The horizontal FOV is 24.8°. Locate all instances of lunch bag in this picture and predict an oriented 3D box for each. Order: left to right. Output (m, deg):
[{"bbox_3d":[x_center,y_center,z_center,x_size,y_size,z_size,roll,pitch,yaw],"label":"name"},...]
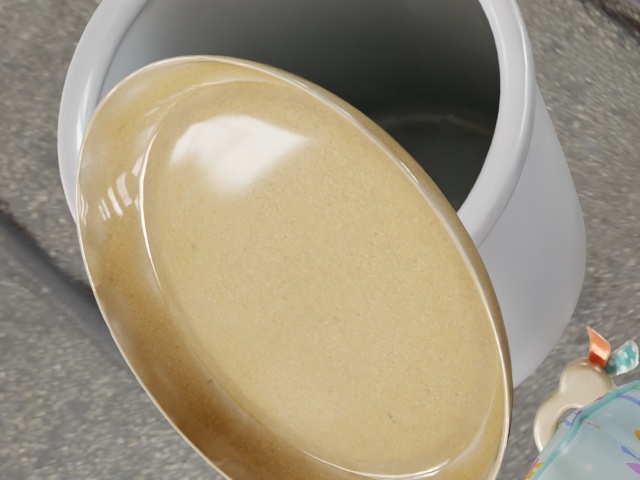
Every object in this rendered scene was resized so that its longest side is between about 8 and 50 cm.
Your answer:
[{"bbox_3d":[0.174,0.216,0.984,0.108,0.279,0.224,37,106,19],"label":"lunch bag"}]

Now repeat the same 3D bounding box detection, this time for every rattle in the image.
[{"bbox_3d":[0.318,0.168,1.648,0.130,0.143,0.199,9,111,31],"label":"rattle"}]

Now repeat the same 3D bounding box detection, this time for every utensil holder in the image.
[{"bbox_3d":[0.031,-0.037,1.125,0.328,0.385,0.327,-6,71,16],"label":"utensil holder"}]

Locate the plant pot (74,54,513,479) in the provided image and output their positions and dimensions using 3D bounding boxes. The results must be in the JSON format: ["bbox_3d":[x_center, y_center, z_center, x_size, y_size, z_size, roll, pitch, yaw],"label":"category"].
[{"bbox_3d":[-0.012,0.026,0.629,0.236,0.032,0.236,23,130,31],"label":"plant pot"}]
